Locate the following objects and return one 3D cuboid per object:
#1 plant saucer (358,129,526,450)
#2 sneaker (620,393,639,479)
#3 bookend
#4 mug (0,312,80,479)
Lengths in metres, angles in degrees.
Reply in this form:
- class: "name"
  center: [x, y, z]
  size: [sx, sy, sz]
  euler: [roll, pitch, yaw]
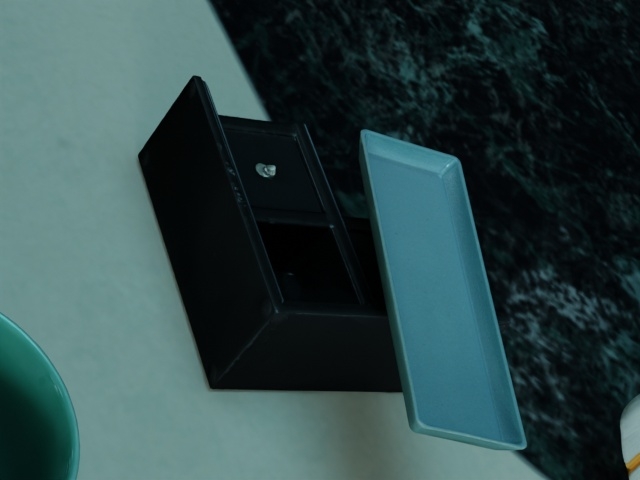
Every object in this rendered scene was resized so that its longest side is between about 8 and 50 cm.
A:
- class: "plant saucer"
  center: [0.059, 0.025, 0.866]
  size: [0.067, 0.018, 0.192]
  euler: [15, 45, -28]
- class: "sneaker"
  center: [0.259, 0.146, 0.984]
  size: [0.215, 0.084, 0.083]
  euler: [35, 36, -20]
- class: "bookend"
  center: [0.000, 0.000, 0.915]
  size: [0.157, 0.072, 0.156]
  euler: [6, 50, -35]
- class: "mug"
  center: [-0.173, 0.105, 0.662]
  size: [0.129, 0.097, 0.157]
  euler: [18, 45, -26]
